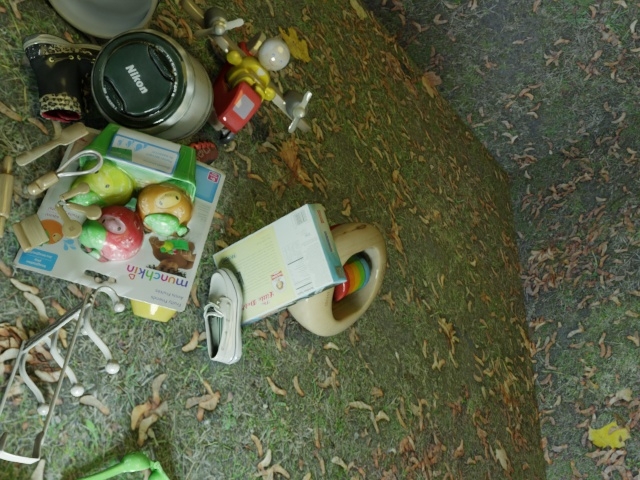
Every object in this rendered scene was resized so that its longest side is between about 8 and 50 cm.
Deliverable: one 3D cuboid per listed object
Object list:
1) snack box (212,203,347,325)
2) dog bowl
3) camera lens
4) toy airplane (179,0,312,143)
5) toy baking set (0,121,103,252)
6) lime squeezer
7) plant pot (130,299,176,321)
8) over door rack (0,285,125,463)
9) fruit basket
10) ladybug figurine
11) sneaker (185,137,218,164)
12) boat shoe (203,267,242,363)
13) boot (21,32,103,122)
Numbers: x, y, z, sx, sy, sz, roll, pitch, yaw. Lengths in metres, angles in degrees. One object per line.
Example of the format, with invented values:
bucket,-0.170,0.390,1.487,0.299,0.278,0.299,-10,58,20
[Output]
snack box,-0.102,0.063,1.659,0.060,0.322,0.187,-2,71,-53
dog bowl,-0.490,-0.601,1.627,0.265,0.265,0.104,45,34,-28
camera lens,-0.362,-0.333,1.588,0.219,0.219,0.274,63,5,-1
toy airplane,-0.188,-0.472,1.967,0.386,0.272,0.384,-9,75,-57
toy baking set,-0.508,-0.099,1.342,0.030,0.196,0.256,108,-23,-69
lime squeezer,-0.320,0.455,1.317,0.310,0.059,0.110,41,38,-34
plant pot,-0.339,0.115,1.482,0.134,0.134,0.095,25,73,-45
over door rack,-0.436,0.247,1.128,0.108,0.239,0.324,42,37,-22
fruit basket,-0.380,-0.059,1.418,0.327,0.165,0.353,17,50,-8
ladybug figurine,0.036,0.091,1.941,0.449,0.162,0.305,-13,116,-59
sneaker,-0.327,-0.161,1.708,0.135,0.097,0.276,61,34,-3
boat shoe,-0.226,0.166,1.634,0.076,0.083,0.226,16,56,-52
boot,-0.528,-0.340,1.566,0.236,0.085,0.179,2,71,-55
